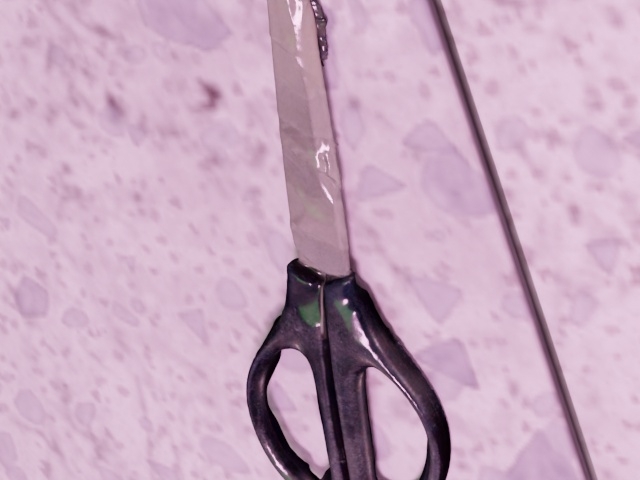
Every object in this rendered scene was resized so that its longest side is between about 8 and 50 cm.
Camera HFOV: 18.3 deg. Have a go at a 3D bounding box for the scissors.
[{"bbox_3d":[0.000,0.000,0.904,0.109,0.022,0.300,10,123,30],"label":"scissors"}]
